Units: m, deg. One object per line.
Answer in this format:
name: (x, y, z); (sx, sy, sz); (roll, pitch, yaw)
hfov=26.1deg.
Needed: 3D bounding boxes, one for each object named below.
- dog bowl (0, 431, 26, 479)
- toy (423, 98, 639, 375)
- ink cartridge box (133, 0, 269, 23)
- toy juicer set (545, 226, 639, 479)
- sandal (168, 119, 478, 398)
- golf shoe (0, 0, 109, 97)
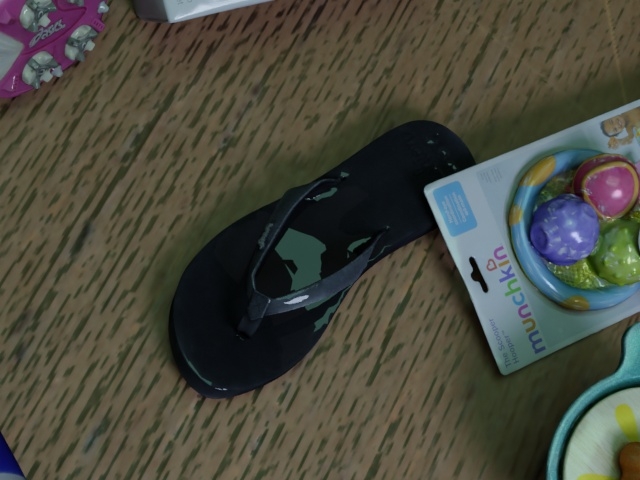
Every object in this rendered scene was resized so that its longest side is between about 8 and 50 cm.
dog bowl: (-0.273, 0.162, 0.674); (0.265, 0.265, 0.104); (-26, 75, -19)
toy: (0.203, -0.018, 0.935); (0.237, 0.056, 0.136); (-22, 88, -24)
ink cartridge box: (-0.029, -0.244, 0.934); (0.212, 0.093, 0.154); (-15, 105, -18)
toy juicer set: (0.230, 0.163, 0.843); (0.209, 0.089, 0.329); (31, 76, -5)
sandal: (0.000, -0.001, 0.901); (0.097, 0.054, 0.254); (45, 68, 7)
golf shoe: (-0.277, -0.131, 0.853); (0.140, 0.115, 0.306); (42, 46, 18)
